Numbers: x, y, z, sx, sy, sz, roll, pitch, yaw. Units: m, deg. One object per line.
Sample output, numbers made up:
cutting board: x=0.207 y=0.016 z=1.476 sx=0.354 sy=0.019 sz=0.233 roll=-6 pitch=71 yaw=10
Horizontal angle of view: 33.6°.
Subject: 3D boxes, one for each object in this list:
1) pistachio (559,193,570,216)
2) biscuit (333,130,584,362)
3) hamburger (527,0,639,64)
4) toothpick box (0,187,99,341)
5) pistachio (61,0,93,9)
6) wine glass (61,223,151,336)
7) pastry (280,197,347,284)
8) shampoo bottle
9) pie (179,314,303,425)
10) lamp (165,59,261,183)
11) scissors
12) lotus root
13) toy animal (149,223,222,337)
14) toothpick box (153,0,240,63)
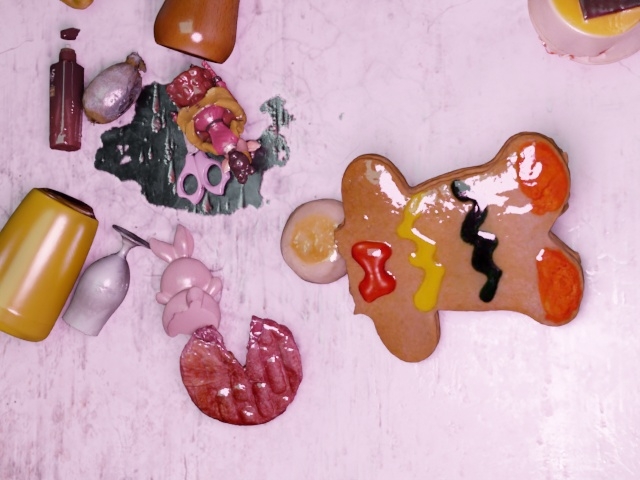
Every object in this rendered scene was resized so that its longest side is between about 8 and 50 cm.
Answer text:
pistachio: x=0.339 y=-0.068 z=1.757 sx=0.149 sy=0.113 sz=0.113 roll=-4 pitch=82 yaw=17
biscuit: x=0.221 y=0.025 z=1.726 sx=0.394 sy=0.076 sz=0.368 roll=-7 pitch=105 yaw=17
hamburger: x=0.457 y=-0.441 z=1.748 sx=0.227 sy=0.151 sz=0.295 roll=2 pitch=79 yaw=12
toothpick box: x=-0.533 y=0.037 z=1.985 sx=0.175 sy=0.175 sz=0.271 roll=28 pitch=89 yaw=18
pistachio: x=-0.496 y=-0.547 z=2.081 sx=0.110 sy=0.100 sz=0.189 roll=-6 pitch=83 yaw=13
wine glass: x=-0.401 y=0.077 z=1.979 sx=0.093 sy=0.093 sz=0.202 roll=32 pitch=91 yaw=18
pastry: x=0.000 y=0.000 z=1.865 sx=0.156 sy=0.092 sz=0.156 roll=-4 pitch=76 yaw=18
shampoo bottle: x=-0.494 y=-0.295 z=2.067 sx=0.068 sy=0.067 sz=0.236 roll=-5 pitch=82 yaw=26
pie: x=-0.138 y=0.228 z=1.864 sx=0.218 sy=0.054 sz=0.204 roll=2 pitch=107 yaw=5
lamp: x=-0.182 y=-0.205 z=1.934 sx=0.118 sy=0.118 sz=0.253 roll=-40 pitch=75 yaw=9
scissors: x=-0.241 y=-0.176 z=1.997 sx=0.110 sy=0.021 sz=0.212 roll=-21 pitch=78 yaw=17
lotus root: x=-0.392 y=-0.289 z=2.030 sx=0.088 sy=0.088 sz=0.165 roll=40 pitch=86 yaw=18
toy animal: x=-0.240 y=0.076 z=1.934 sx=0.124 sy=0.124 sz=0.212 roll=-25 pitch=49 yaw=13
toothpick box: x=-0.198 y=-0.482 z=1.940 sx=0.192 sy=0.192 sz=0.294 roll=18 pitch=94 yaw=19
